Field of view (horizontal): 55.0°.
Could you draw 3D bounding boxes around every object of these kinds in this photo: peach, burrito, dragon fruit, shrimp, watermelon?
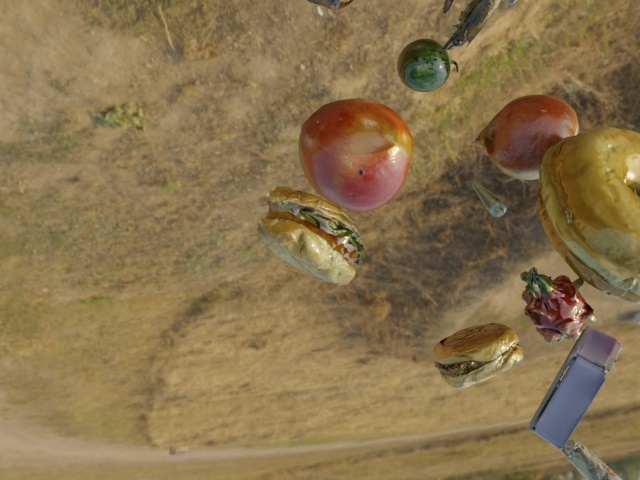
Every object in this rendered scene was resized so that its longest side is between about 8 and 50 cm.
[{"bbox_3d":[0.544,-0.274,1.631,0.257,0.232,0.232,11,166,27],"label":"peach"},{"bbox_3d":[0.689,0.578,1.537,0.064,0.203,0.064,-33,148,-24],"label":"burrito"},{"bbox_3d":[0.522,0.131,1.371,0.137,0.135,0.235,-31,119,-4],"label":"dragon fruit"},{"bbox_3d":[0.402,-0.653,1.701,0.058,0.173,0.253,-10,148,-46],"label":"shrimp"},{"bbox_3d":[0.105,-0.282,1.992,0.389,0.388,0.388,-9,155,-4],"label":"peach"},{"bbox_3d":[0.384,-0.631,2.205,0.215,0.187,0.188,-9,158,21],"label":"watermelon"}]

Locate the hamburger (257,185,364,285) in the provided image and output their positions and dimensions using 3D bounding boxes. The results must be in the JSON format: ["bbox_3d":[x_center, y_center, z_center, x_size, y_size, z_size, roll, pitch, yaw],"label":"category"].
[{"bbox_3d":[0.001,0.003,1.440,0.209,0.162,0.330,19,162,19],"label":"hamburger"}]

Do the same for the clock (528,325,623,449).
[{"bbox_3d":[0.471,0.268,1.134,0.145,0.073,0.193,-23,137,-53],"label":"clock"}]

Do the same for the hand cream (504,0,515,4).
[{"bbox_3d":[0.509,-0.732,1.754,0.048,0.255,0.079,4,119,-13],"label":"hand cream"}]

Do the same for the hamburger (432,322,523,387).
[{"bbox_3d":[0.379,0.275,1.493,0.214,0.108,0.214,-18,-179,0],"label":"hamburger"}]

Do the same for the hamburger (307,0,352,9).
[{"bbox_3d":[-0.032,-0.747,1.663,0.305,0.284,0.174,15,127,2],"label":"hamburger"}]

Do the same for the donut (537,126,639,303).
[{"bbox_3d":[0.672,-0.060,1.330,0.449,0.448,0.198,-3,145,-18],"label":"donut"}]

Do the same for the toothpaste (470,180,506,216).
[{"bbox_3d":[0.427,-0.105,1.554,0.064,0.218,0.041,30,109,-11],"label":"toothpaste"}]
